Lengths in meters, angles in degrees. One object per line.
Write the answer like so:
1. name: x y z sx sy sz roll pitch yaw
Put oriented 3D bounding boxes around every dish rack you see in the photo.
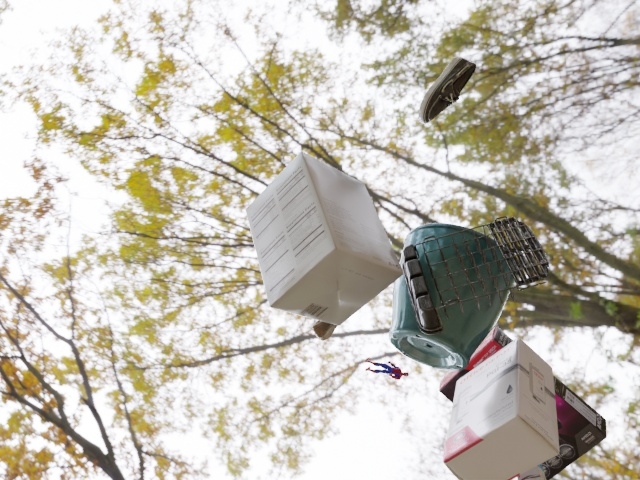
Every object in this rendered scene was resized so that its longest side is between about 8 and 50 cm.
1. dish rack: 0.303 0.057 1.178 0.208 0.271 0.074 -99 -10 -47

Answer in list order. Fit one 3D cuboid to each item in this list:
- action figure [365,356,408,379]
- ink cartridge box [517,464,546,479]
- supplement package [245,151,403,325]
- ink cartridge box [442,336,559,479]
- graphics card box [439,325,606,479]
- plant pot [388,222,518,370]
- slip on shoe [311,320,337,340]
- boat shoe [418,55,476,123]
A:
1. action figure: 0.159 0.303 1.386 0.115 0.030 0.038 21 -133 -26
2. ink cartridge box: 0.419 0.481 1.166 0.028 0.048 0.083 46 -155 -19
3. supplement package: 0.000 0.000 1.225 0.199 0.198 0.263 21 -143 -40
4. ink cartridge box: 0.385 0.368 1.267 0.117 0.207 0.283 43 -151 -3
5. graphics card box: 0.530 0.437 1.575 0.371 0.233 0.094 41 -153 8
6. plant pot: 0.278 0.142 1.340 0.271 0.271 0.255 45 -122 -32
7. slip on shoe: 0.029 0.159 1.300 0.041 0.051 0.135 47 -119 -10
8. boat shoe: 0.360 -0.423 1.687 0.219 0.070 0.077 -56 -36 3
